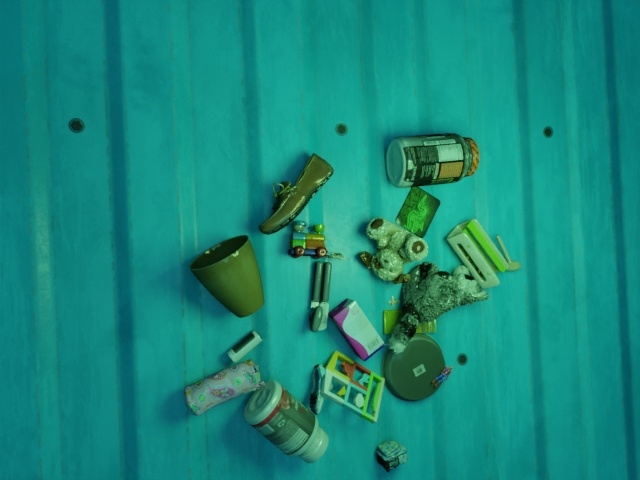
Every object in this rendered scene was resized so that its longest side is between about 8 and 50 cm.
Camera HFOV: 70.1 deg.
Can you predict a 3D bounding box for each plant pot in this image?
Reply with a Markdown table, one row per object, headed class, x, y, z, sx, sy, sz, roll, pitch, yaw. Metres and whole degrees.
| class | x | y | z | sx | sy | sz | roll | pitch | yaw |
| --- | --- | --- | --- | --- | --- | --- | --- | --- | --- |
| plant pot | -0.312 | 0.146 | 1.678 | 0.237 | 0.237 | 0.255 | -30 | 110 | -12 |

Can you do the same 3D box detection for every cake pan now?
| class | x | y | z | sx | sy | sz | roll | pitch | yaw |
| --- | --- | --- | --- | --- | --- | --- | --- | --- | --- |
| cake pan | 0.399 | 0.534 | 1.910 | 0.292 | 0.054 | 0.294 | 0 | 89 | -14 |

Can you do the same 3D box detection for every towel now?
| class | x | y | z | sx | sy | sz | roll | pitch | yaw |
| --- | --- | --- | --- | --- | --- | --- | --- | --- | --- |
| towel | 0.378 | 0.340 | 1.920 | 0.237 | 0.021 | 0.102 | 1 | 81 | -13 |

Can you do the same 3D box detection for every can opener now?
| class | x | y | z | sx | sy | sz | roll | pitch | yaw |
| --- | --- | --- | --- | --- | --- | --- | --- | --- | --- |
| can opener | 0.005 | 0.222 | 1.808 | 0.074 | 0.093 | 0.281 | 7 | 82 | -12 |

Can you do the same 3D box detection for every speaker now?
| class | x | y | z | sx | sy | sz | roll | pitch | yaw |
| --- | --- | --- | --- | --- | --- | --- | --- | --- | --- |
| speaker | -0.290 | 0.406 | 1.747 | 0.136 | 0.055 | 0.055 | -39 | 97 | -11 |

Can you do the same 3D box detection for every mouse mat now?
| class | x | y | z | sx | sy | sz | roll | pitch | yaw |
| --- | --- | --- | --- | --- | --- | --- | --- | --- | --- |
| mouse mat | 0.419 | -0.124 | 1.953 | 0.152 | 0.007 | 0.190 | 29 | 83 | -11 |

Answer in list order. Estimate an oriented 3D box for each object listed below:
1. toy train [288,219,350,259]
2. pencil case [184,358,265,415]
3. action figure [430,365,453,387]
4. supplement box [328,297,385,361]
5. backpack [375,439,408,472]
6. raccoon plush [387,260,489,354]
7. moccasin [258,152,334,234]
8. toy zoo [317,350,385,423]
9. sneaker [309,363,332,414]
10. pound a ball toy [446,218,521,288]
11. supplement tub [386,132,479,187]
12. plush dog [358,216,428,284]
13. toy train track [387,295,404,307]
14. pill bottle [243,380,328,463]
| class | x | y | z | sx | sy | sz | roll | pitch | yaw |
| --- | --- | --- | --- | --- | --- | --- | --- | --- | --- |
| toy train | 0.000 | 0.000 | 1.803 | 0.247 | 0.105 | 0.144 | 3 | 83 | -13 |
| pencil case | -0.356 | 0.544 | 1.694 | 0.283 | 0.124 | 0.124 | -20 | 93 | -13 |
| action figure | 0.512 | 0.563 | 1.895 | 0.115 | 0.030 | 0.038 | -40 | 93 | -13 |
| supplement box | 0.141 | 0.353 | 1.822 | 0.111 | 0.114 | 0.220 | -35 | 98 | -11 |
| backpack | 0.294 | 0.867 | 1.852 | 0.114 | 0.105 | 0.084 | -10 | 92 | -19 |
| raccoon plush | 0.480 | 0.291 | 1.887 | 0.299 | 0.216 | 0.447 | 28 | 96 | -20 |
| moccasin | -0.111 | -0.181 | 1.762 | 0.147 | 0.139 | 0.380 | 40 | 83 | -3 |
| toy zoo | 0.115 | 0.565 | 1.798 | 0.293 | 0.030 | 0.192 | 33 | 45 | -11 |
| sneaker | 0.011 | 0.585 | 1.781 | 0.082 | 0.071 | 0.191 | 26 | 53 | -23 |
| pound a ball toy | 0.698 | 0.058 | 1.970 | 0.319 | 0.135 | 0.208 | 53 | 53 | -7 |
| supplement tub | 0.456 | -0.329 | 1.863 | 0.337 | 0.207 | 0.207 | -7 | 90 | -14 |
| plush dog | 0.289 | 0.055 | 1.853 | 0.262 | 0.210 | 0.226 | 30 | 97 | 17 |
| toy train track | 0.324 | 0.257 | 1.918 | 0.083 | 0.014 | 0.048 | -3 | 90 | -14 |
| pill bottle | -0.119 | 0.690 | 1.711 | 0.176 | 0.176 | 0.318 | -46 | 108 | -10 |
